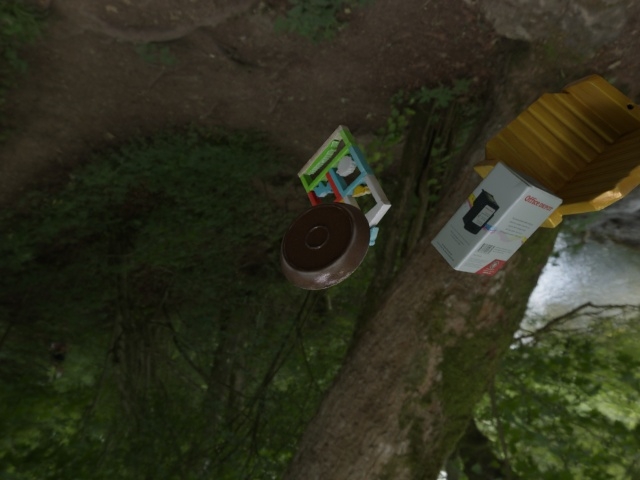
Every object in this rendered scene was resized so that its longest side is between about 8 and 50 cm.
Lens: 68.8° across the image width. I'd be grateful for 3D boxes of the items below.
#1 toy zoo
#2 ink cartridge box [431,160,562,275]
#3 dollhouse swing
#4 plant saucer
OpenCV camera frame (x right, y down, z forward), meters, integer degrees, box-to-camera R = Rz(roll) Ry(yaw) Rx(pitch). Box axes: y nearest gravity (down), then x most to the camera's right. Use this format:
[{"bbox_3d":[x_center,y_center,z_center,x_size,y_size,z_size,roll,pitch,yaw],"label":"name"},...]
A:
[{"bbox_3d":[0.059,-0.111,1.151,0.030,0.293,0.192,0,147,-44],"label":"toy zoo"},{"bbox_3d":[0.292,-0.031,0.777,0.127,0.175,0.072,11,-146,-42],"label":"ink cartridge box"},{"bbox_3d":[0.598,-0.239,1.087,0.315,0.347,0.305,50,-179,16],"label":"dollhouse swing"},{"bbox_3d":[0.000,0.000,0.777,0.169,0.168,0.029,14,158,35],"label":"plant saucer"}]
